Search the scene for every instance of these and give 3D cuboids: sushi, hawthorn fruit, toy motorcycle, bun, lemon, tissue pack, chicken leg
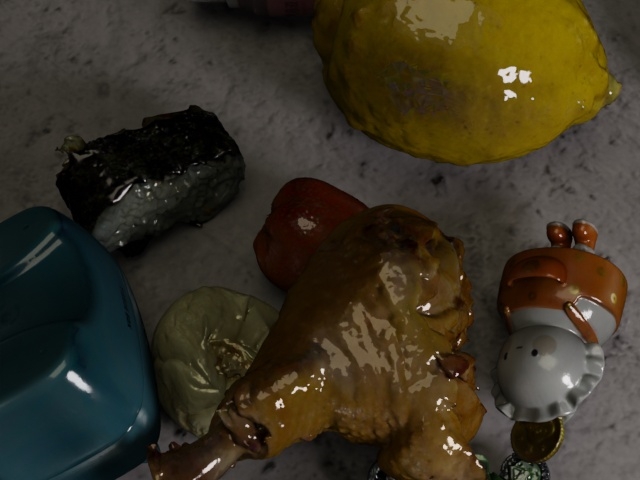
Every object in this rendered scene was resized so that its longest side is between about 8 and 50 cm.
[{"bbox_3d":[-0.196,-0.068,1.478,0.212,0.147,0.115,-26,57,-29],"label":"sushi"},{"bbox_3d":[0.000,0.000,1.436,0.138,0.133,0.133,22,65,-4],"label":"hawthorn fruit"},{"bbox_3d":[0.143,0.269,1.326,0.190,0.074,0.106,-2,72,2],"label":"toy motorcycle"},{"bbox_3d":[-0.100,0.131,1.378,0.164,0.111,0.188,-14,61,-11],"label":"bun"},{"bbox_3d":[0.157,-0.218,1.462,0.316,0.285,0.285,-6,61,-23],"label":"lemon"},{"bbox_3d":[-0.274,0.127,1.319,0.198,0.206,0.287,-29,40,4],"label":"tissue pack"},{"bbox_3d":[0.027,0.154,1.254,0.409,0.182,0.295,-36,78,-25],"label":"chicken leg"}]

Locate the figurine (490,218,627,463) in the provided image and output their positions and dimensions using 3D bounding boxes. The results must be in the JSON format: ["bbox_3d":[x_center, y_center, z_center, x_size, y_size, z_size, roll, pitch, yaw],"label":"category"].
[{"bbox_3d":[0.249,0.105,1.365,0.143,0.143,0.271,4,74,5],"label":"figurine"}]

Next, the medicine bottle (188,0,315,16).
[{"bbox_3d":[-0.045,-0.349,1.600,0.247,0.147,0.147,-1,63,3],"label":"medicine bottle"}]
